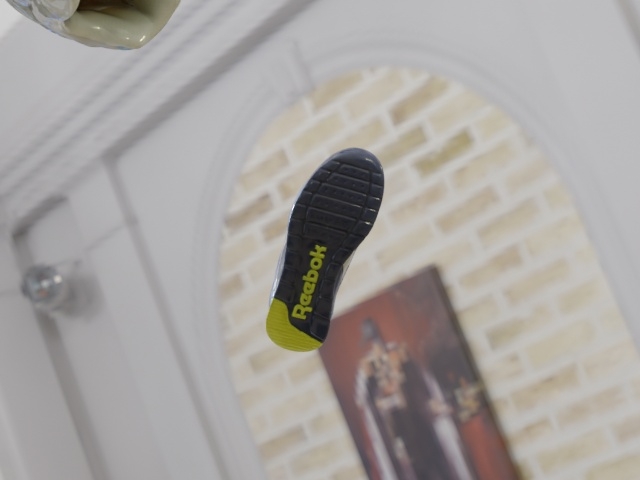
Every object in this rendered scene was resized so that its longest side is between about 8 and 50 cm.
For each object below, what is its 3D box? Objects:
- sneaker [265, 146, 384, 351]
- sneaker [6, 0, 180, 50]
[{"bbox_3d":[0.000,0.000,0.957,0.059,0.053,0.144,-79,11,-67],"label":"sneaker"},{"bbox_3d":[-0.125,-0.151,0.599,0.087,0.092,0.228,-54,-20,-2],"label":"sneaker"}]
